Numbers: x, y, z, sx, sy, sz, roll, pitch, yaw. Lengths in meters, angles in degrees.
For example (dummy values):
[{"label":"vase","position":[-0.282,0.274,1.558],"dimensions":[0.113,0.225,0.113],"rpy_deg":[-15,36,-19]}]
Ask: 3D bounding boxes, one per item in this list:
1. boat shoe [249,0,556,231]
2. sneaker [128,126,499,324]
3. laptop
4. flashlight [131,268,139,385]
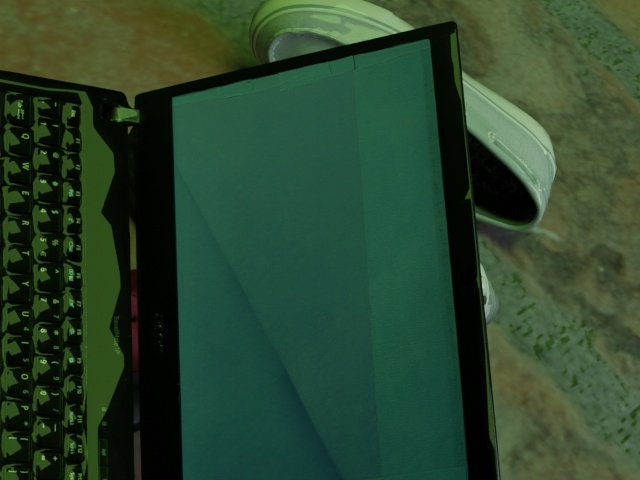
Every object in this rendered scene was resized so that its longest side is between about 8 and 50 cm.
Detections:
[{"label":"boat shoe","position":[0.055,-0.079,0.988],"dimensions":[0.227,0.079,0.081],"rpy_deg":[29,34,-14]},{"label":"sneaker","position":[0.000,0.000,0.884],"dimensions":[0.229,0.086,0.132],"rpy_deg":[29,6,19]},{"label":"laptop","position":[-0.082,0.020,0.607],"dimensions":[0.264,0.136,0.234],"rpy_deg":[8,67,-30]},{"label":"flashlight","position":[-0.136,0.024,0.712],"dimensions":[0.304,0.103,0.103],"rpy_deg":[7,12,-25]}]
